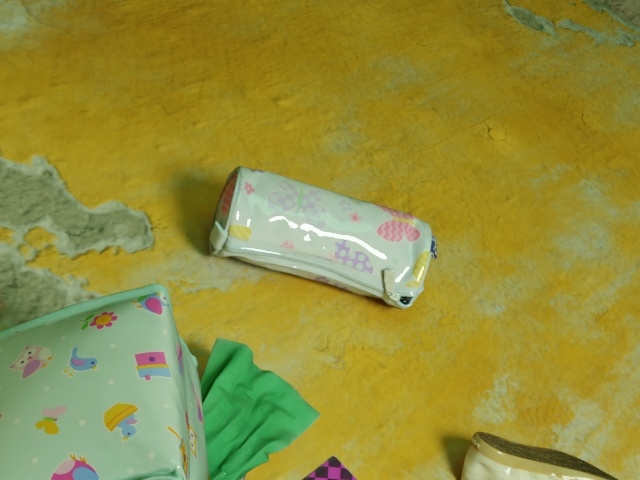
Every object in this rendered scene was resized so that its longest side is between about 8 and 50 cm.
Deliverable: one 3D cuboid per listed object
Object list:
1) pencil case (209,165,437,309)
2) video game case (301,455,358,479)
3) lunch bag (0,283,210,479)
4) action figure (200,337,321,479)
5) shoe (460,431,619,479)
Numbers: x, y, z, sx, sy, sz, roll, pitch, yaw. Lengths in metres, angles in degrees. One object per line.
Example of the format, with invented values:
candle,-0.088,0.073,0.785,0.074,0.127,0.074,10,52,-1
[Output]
pencil case,0.000,0.000,1.372,0.273,0.113,0.124,18,57,-14
video game case,-0.091,0.286,0.883,0.042,0.210,0.232,46,40,14
lunch bag,-0.235,0.183,0.957,0.262,0.160,0.223,-14,45,0
action figure,-0.100,0.202,1.104,0.137,0.063,0.232,33,33,4
shoe,0.255,0.270,1.263,0.219,0.058,0.076,19,6,-19
